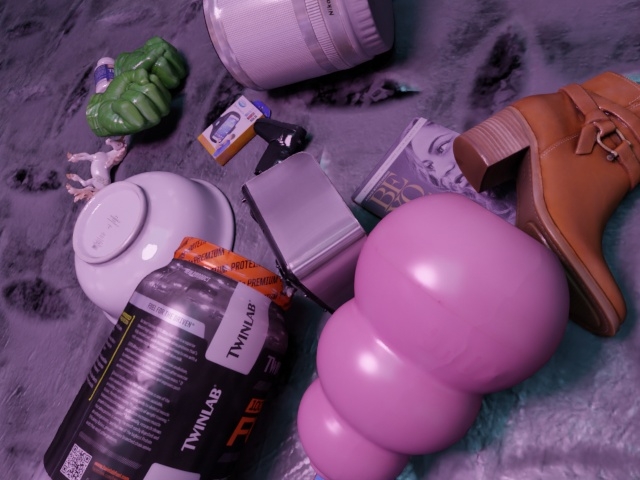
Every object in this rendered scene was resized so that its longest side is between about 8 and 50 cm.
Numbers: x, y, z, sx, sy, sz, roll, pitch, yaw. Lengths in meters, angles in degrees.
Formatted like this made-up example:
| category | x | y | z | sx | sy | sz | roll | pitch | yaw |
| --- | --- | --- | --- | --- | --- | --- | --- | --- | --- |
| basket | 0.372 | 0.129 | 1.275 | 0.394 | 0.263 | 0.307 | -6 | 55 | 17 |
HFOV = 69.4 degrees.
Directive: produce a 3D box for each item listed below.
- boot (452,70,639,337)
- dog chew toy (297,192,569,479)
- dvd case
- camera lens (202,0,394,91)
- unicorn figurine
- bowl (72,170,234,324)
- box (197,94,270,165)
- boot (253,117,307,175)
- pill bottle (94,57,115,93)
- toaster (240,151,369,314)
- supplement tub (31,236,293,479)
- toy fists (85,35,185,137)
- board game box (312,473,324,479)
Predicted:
| category | x | y | z | sx | sy | sz | roll | pitch | yaw |
| --- | --- | --- | --- | --- | --- | --- | --- | --- | --- |
| boot | 0.314 | -0.056 | 0.526 | 0.220 | 0.109 | 0.283 | -24 | 65 | -5 |
| dog chew toy | 0.092 | 0.118 | 0.481 | 0.207 | 0.207 | 0.331 | 41 | 104 | 34 |
| dvd case | 0.171 | -0.071 | 0.640 | 0.221 | 0.018 | 0.164 | 36 | 85 | 34 |
| camera lens | -0.036 | -0.383 | 0.769 | 0.275 | 0.219 | 0.219 | -7 | 64 | 23 |
| unicorn figurine | -0.459 | -0.154 | 0.953 | 0.060 | 0.111 | 0.161 | 174 | 96 | -65 |
| bowl | -0.305 | -0.006 | 0.769 | 0.298 | 0.134 | 0.297 | -11 | 61 | 21 |
| box | -0.158 | -0.211 | 0.861 | 0.136 | 0.028 | 0.081 | -44 | 55 | 3 |
| boot | -0.085 | -0.153 | 0.790 | 0.121 | 0.045 | 0.099 | 19 | 81 | 33 |
| pill bottle | -0.487 | -0.369 | 1.072 | 0.067 | 0.067 | 0.120 | -29 | 57 | 11 |
| toaster | 0.000 | 0.000 | 0.597 | 0.110 | 0.168 | 0.185 | -35 | 56 | 6 |
| supplement tub | -0.173 | 0.179 | 0.570 | 0.207 | 0.207 | 0.337 | 17 | 75 | 31 |
| toy fists | -0.371 | -0.323 | 0.956 | 0.143 | 0.096 | 0.279 | -4 | 49 | 11 |
| board game box | 0.086 | 0.364 | 0.464 | 0.281 | 0.027 | 0.145 | 21 | 78 | 32 |
